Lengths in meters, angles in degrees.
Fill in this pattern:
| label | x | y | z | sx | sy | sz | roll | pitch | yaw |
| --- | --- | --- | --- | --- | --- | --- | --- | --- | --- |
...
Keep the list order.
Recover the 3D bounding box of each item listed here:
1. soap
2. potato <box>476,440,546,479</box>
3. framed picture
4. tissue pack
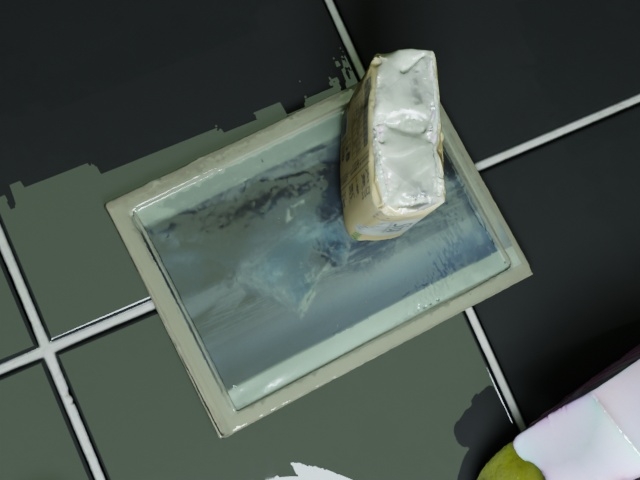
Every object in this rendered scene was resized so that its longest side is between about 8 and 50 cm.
| label | x | y | z | sx | sy | sz | roll | pitch | yaw |
| --- | --- | --- | --- | --- | --- | --- | --- | --- | --- |
| soap | 0.388 | 0.182 | 1.252 | 0.324 | 0.193 | 0.109 | -19 | 73 | -49 |
| potato | 0.228 | 0.319 | 1.234 | 0.081 | 0.149 | 0.120 | -13 | 120 | -12 |
| framed picture | 0.000 | 0.000 | 1.335 | 0.446 | 0.028 | 0.326 | -27 | 85 | -10 |
| tissue pack | 0.080 | -0.103 | 1.234 | 0.090 | 0.222 | 0.186 | -1 | 80 | -9 |
